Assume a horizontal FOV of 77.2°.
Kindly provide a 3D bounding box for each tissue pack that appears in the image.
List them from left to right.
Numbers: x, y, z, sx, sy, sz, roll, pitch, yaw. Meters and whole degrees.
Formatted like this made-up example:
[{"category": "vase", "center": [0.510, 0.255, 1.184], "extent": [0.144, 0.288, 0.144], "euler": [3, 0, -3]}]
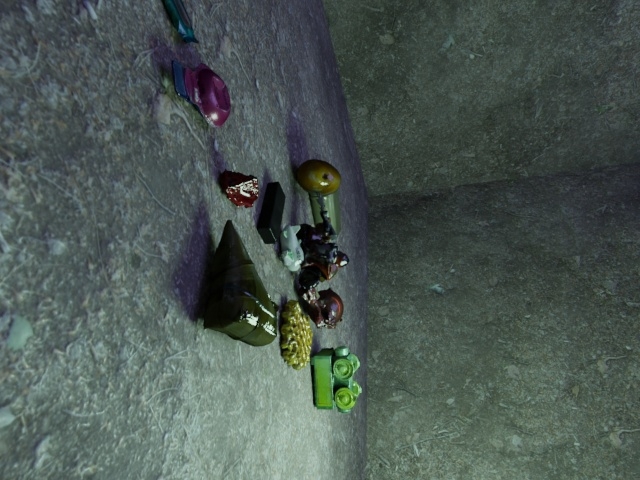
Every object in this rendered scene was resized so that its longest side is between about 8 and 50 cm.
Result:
[{"category": "tissue pack", "center": [-0.328, -0.522, 0.916], "extent": [0.085, 0.028, 0.138], "euler": [-74, 150, -63]}]

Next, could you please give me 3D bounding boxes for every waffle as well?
[{"category": "waffle", "center": [-0.082, 0.340, 1.460], "extent": [0.253, 0.056, 0.249], "euler": [24, 61, -71]}]

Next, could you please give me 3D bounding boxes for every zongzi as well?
[{"category": "zongzi", "center": [-0.186, 0.117, 1.018], "extent": [0.251, 0.125, 0.274], "euler": [58, 23, -58]}]

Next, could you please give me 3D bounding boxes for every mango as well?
[{"category": "mango", "center": [-0.006, -0.268, 1.758], "extent": [0.316, 0.193, 0.146], "euler": [10, 95, -87]}]

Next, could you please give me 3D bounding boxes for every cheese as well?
[{"category": "cheese", "center": [-0.280, -0.351, 0.959], "extent": [0.244, 0.062, 0.155], "euler": [-18, 100, -74]}]

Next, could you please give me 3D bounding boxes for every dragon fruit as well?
[{"category": "dragon fruit", "center": [-0.222, -0.123, 1.092], "extent": [0.131, 0.097, 0.063], "euler": [98, 0, -55]}]

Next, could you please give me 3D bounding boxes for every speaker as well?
[{"category": "speaker", "center": [-0.162, -0.096, 1.346], "extent": [0.082, 0.044, 0.218], "euler": [67, 21, -48]}]

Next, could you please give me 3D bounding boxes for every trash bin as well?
[{"category": "trash bin", "center": [0.032, -0.148, 1.994], "extent": [0.243, 0.121, 0.247], "euler": [-62, 147, -65]}]

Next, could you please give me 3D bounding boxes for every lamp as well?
[{"category": "lamp", "center": [0.013, 0.260, 1.630], "extent": [0.215, 0.151, 0.223], "euler": [57, -8, 10]}]

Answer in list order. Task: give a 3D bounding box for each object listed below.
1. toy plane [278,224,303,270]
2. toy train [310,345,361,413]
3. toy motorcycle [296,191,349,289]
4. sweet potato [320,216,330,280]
[{"category": "toy plane", "center": [-0.103, 0.028, 1.458], "extent": [0.174, 0.080, 0.174], "euler": [-4, 90, -77]}, {"category": "toy train", "center": [0.065, 0.578, 1.673], "extent": [0.159, 0.188, 0.271], "euler": [11, 76, -75]}, {"category": "toy motorcycle", "center": [0.000, 0.000, 1.605], "extent": [0.134, 0.207, 0.401], "euler": [91, -7, -60]}, {"category": "sweet potato", "center": [-0.001, 0.064, 1.772], "extent": [0.108, 0.079, 0.346], "euler": [-62, 162, -59]}]
